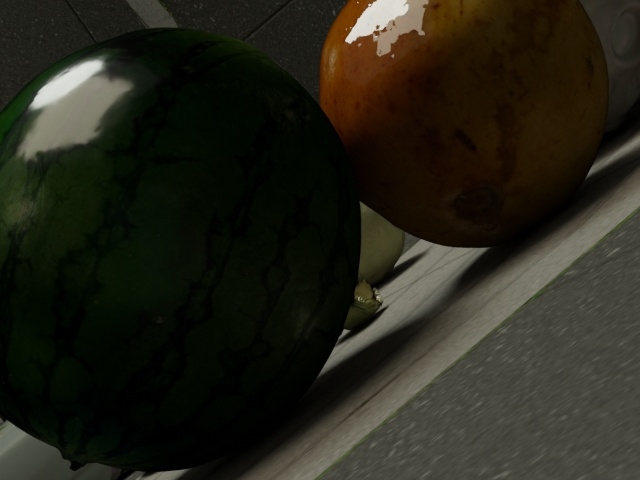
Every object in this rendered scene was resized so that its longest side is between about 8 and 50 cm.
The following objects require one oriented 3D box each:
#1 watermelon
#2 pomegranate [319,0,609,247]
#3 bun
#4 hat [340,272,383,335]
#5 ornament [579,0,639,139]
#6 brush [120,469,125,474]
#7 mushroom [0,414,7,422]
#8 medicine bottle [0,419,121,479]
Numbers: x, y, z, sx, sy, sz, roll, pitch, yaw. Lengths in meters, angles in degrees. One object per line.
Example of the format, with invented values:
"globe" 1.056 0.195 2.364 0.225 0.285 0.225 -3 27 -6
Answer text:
"watermelon" -0.133 0.010 1.352 0.363 0.363 0.363 -35 3 2
"pomegranate" 0.125 -0.128 1.455 0.264 0.264 0.264 -35 3 2
"bun" 0.000 0.000 1.899 0.164 0.188 0.111 62 -133 -63
"hat" 0.013 0.054 1.616 0.059 0.077 0.076 -55 -21 19
"ornament" 0.205 -0.239 1.757 0.337 0.337 0.337 -35 3 2
"brush" -0.279 0.261 1.732 0.313 0.072 0.067 -37 17 -15
"mushroom" -0.301 0.212 2.002 0.117 0.141 0.188 -24 13 -33
"medicine bottle" -0.293 0.245 1.512 0.179 0.124 0.324 -46 -1 26
